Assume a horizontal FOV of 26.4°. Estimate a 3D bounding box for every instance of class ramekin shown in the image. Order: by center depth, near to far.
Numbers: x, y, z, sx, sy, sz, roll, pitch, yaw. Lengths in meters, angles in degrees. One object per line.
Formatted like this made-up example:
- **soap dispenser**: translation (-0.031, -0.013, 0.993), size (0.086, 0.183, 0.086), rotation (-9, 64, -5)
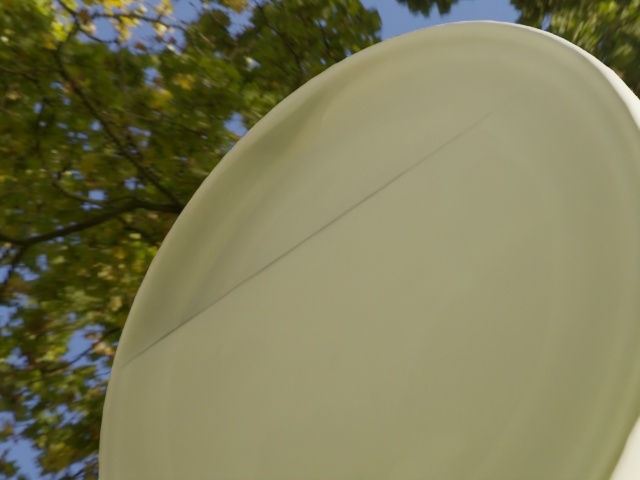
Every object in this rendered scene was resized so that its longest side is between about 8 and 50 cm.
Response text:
- **ramekin**: translation (0.048, 0.059, 0.543), size (0.273, 0.127, 0.273), rotation (-25, -131, 32)
